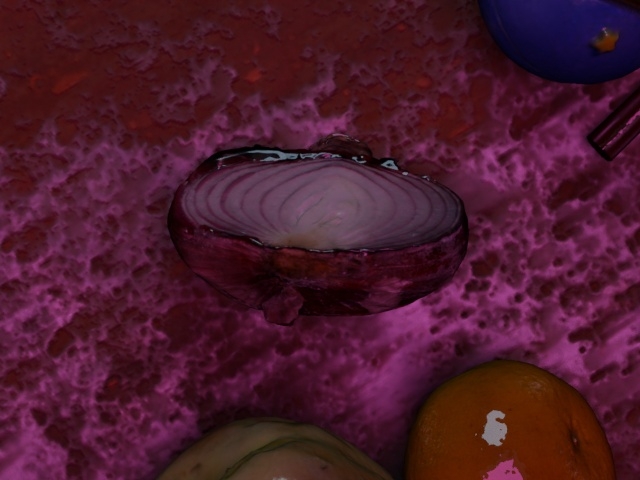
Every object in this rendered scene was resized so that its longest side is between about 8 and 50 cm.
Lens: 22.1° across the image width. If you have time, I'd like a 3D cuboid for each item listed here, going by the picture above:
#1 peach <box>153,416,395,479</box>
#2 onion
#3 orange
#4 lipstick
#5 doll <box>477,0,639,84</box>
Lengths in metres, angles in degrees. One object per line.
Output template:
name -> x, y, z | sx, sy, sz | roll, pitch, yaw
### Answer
peach -> -0.020, 0.243, 1.104 | 0.214, 0.214, 0.235 | -42, 101, -1
onion -> 0.000, 0.000, 1.150 | 0.206, 0.151, 0.098 | 8, 127, 6
orange -> 0.129, 0.163, 1.146 | 0.136, 0.159, 0.159 | -31, 96, 34
lipstick -> 0.266, -0.127, 1.196 | 0.176, 0.027, 0.027 | -44, 96, -1
doll -> 0.224, -0.217, 1.144 | 0.311, 0.159, 0.243 | 14, 79, -28
